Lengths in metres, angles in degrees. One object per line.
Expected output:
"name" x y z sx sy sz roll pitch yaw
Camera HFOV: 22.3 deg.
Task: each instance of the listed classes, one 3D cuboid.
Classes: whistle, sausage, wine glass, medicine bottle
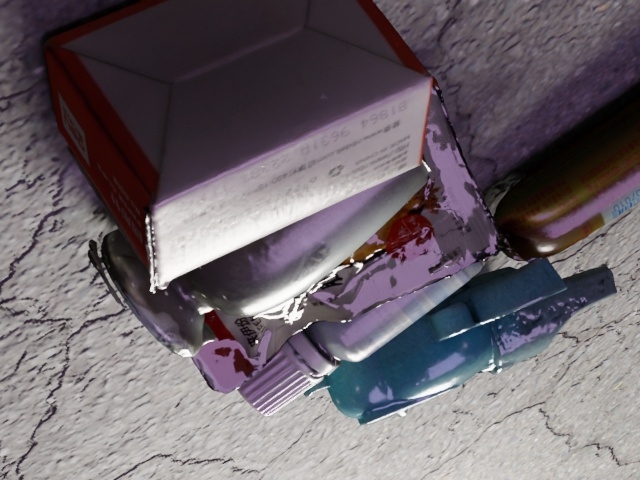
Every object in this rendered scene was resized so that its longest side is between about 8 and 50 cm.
"whistle" 0.113 0.076 1.322 0.274 0.093 0.186 -19 174 -13
"sausage" 0.278 -0.088 1.289 0.371 0.082 0.082 -35 152 2
"wine glass" -0.035 -0.019 1.021 0.204 0.111 0.111 -36 152 6
"medicine bottle" 0.019 0.047 1.214 0.203 0.083 0.083 -36 152 4

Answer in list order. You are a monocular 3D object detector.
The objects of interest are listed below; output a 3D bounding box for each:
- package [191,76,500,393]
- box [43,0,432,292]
"package" 0.000 0.000 1.126 0.239 0.030 0.154 -28 123 -2
"box" -0.047 -0.072 0.905 0.182 0.133 0.099 -27 151 -18
